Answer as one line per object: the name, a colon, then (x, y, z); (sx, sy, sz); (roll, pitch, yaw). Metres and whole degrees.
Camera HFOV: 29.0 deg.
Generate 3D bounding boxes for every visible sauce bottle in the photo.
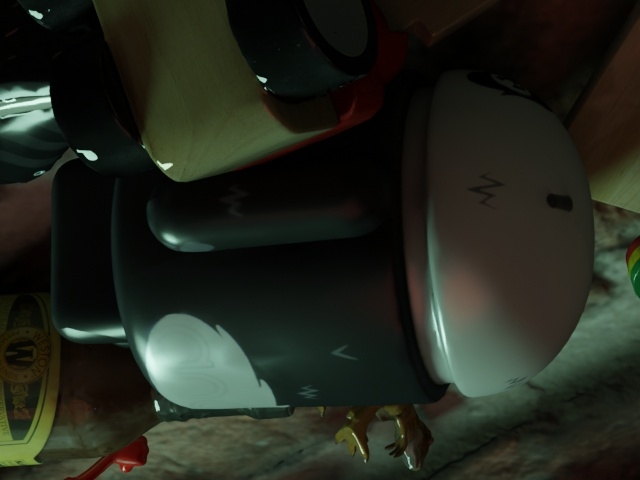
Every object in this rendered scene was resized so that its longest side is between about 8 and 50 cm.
sauce bottle: (-0.189, 0.085, 0.775); (0.344, 0.111, 0.111); (-6, 132, 2)

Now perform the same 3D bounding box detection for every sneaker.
sneaker: (-0.154, -0.082, 0.660); (0.234, 0.084, 0.097); (-14, 155, 13)

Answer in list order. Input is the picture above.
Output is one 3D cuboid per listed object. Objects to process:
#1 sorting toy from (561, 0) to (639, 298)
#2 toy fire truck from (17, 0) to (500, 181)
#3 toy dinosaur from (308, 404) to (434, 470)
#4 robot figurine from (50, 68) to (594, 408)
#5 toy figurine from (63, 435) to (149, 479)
sorting toy: (0.206, -0.082, 0.668); (0.132, 0.046, 0.274); (15, 131, -14)
toy fire truck: (-0.004, -0.154, 0.536); (0.158, 0.246, 0.217); (-21, 89, 30)
toy dinosaur: (0.043, 0.076, 0.809); (0.064, 0.112, 0.211); (32, 140, 28)
robot figurine: (0.000, -0.002, 0.645); (0.278, 0.209, 0.174); (-4, 121, 16)
toy figurine: (-0.070, 0.298, 0.949); (0.362, 0.191, 0.217); (36, 162, -5)
